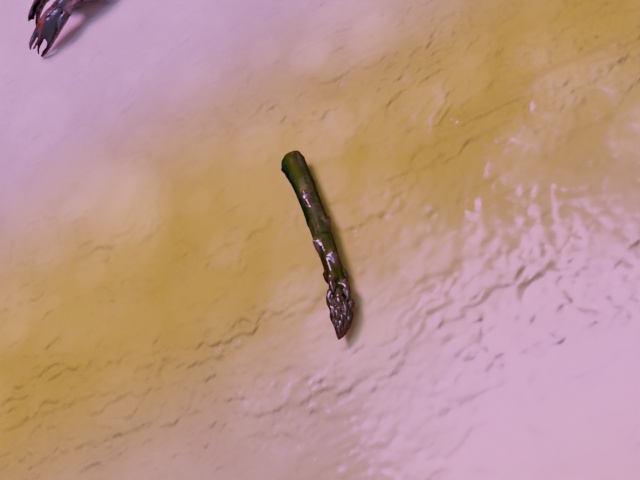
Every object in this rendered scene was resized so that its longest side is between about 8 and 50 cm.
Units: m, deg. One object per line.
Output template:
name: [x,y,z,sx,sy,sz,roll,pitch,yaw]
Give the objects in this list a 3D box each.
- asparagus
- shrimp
asparagus: [0.000,0.000,0.871,0.015,0.014,0.114,-60,35,38]
shrimp: [-0.144,-0.151,1.059,0.092,0.029,0.038,-45,47,8]
